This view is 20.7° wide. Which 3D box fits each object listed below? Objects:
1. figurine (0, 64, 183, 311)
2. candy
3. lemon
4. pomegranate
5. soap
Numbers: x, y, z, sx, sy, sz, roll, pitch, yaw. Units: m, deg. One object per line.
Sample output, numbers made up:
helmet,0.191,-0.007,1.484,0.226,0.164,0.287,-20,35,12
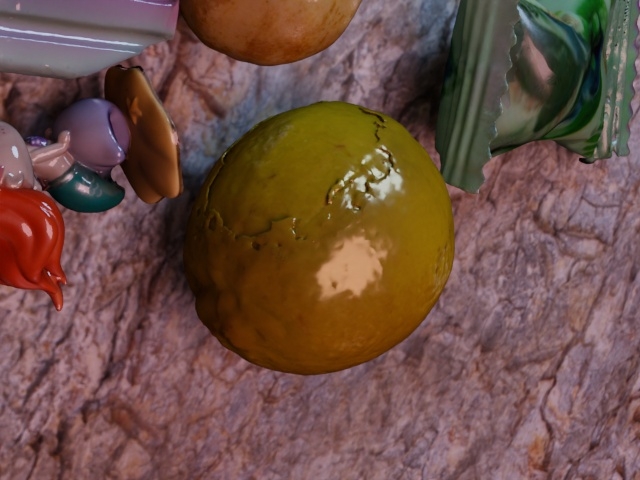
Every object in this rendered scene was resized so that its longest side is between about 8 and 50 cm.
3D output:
figurine,-0.278,-0.054,1.709,0.257,0.181,0.208,-20,138,-23
candy,0.277,-0.204,2.068,0.398,0.172,0.263,-9,117,-47
lemon,0.000,0.000,1.863,0.297,0.297,0.297,-13,114,-32
pomegranate,-0.050,-0.278,1.772,0.207,0.207,0.207,-13,114,-32
soap,-0.289,-0.258,1.664,0.323,0.109,0.193,3,102,-37
